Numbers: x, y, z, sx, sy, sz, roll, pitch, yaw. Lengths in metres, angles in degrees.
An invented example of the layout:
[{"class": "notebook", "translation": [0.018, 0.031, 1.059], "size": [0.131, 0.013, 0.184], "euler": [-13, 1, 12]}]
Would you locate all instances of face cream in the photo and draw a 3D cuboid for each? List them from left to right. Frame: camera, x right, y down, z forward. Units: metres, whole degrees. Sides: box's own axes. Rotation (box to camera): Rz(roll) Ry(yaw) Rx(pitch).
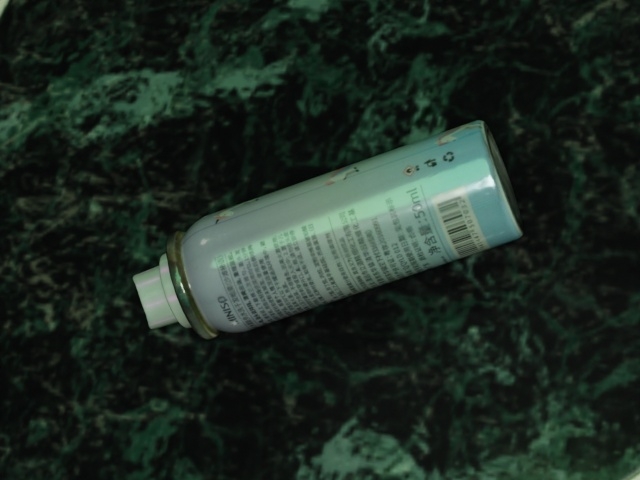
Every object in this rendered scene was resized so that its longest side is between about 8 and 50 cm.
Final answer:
[{"class": "face cream", "translation": [0.000, 0.000, 1.097], "size": [0.229, 0.075, 0.075], "euler": [-19, 61, 10]}]
